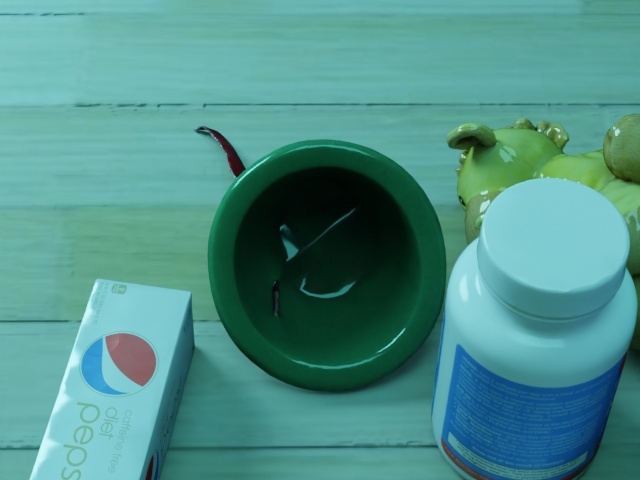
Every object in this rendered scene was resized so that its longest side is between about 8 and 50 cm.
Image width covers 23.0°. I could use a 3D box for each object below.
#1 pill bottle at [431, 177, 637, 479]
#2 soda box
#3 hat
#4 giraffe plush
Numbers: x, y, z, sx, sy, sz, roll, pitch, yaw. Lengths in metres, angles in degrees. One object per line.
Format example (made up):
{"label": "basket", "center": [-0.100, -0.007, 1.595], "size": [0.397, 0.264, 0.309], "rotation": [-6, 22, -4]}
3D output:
{"label": "pill bottle", "center": [0.141, 0.065, 1.037], "size": [0.124, 0.221, 0.124], "rotation": [1, 52, -1]}
{"label": "soda box", "center": [-0.144, 0.132, 1.075], "size": [0.074, 0.069, 0.216], "rotation": [9, 51, 5]}
{"label": "hat", "center": [0.000, 0.000, 1.212], "size": [0.173, 0.183, 0.208], "rotation": [-10, 94, -1]}
{"label": "giraffe plush", "center": [0.177, -0.031, 1.162], "size": [0.170, 0.181, 0.210], "rotation": [8, 43, 14]}
